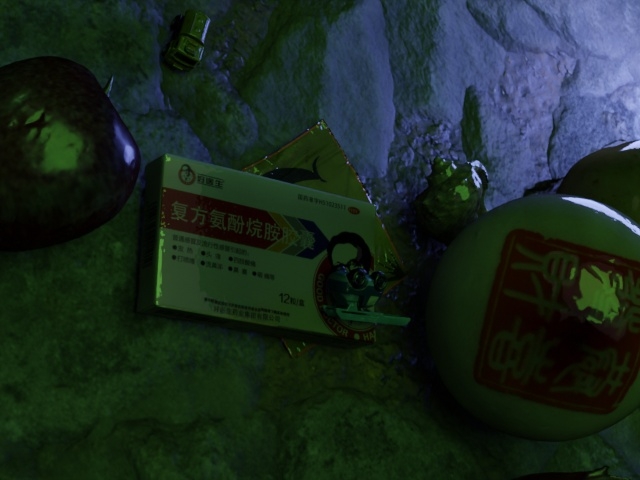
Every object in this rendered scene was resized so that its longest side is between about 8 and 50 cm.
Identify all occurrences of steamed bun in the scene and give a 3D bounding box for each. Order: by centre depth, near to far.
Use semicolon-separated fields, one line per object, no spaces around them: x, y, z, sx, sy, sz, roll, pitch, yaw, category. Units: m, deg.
0.339;0.119;1.870;0.374;0.241;0.374;0;100;1;steamed bun

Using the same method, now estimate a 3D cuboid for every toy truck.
0.070;0.077;1.809;0.136;0.063;0.074;8;91;-35;toy truck
-0.190;-0.284;1.844;0.049;0.054;0.083;26;61;-25;toy truck

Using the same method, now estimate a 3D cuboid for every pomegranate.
0.528;-0.004;2.100;0.319;0.319;0.319;12;67;-31;pomegranate

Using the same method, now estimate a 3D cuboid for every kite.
0.001;-0.001;1.903;0.327;0.013;0.378;22;64;-27;kite

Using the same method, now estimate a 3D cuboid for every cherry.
-0.351;-0.100;1.581;0.300;0.203;0.230;-38;99;-23;cherry

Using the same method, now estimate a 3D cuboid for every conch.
0.224;-0.047;2.002;0.155;0.130;0.207;-38;113;-24;conch

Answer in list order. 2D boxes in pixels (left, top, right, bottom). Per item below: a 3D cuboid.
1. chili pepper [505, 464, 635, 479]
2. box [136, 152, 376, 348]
0.362;0.444;1.851;0.251;0.305;0.229;8;77;-19;chili pepper
-0.080;0.021;1.796;0.353;0.069;0.214;13;69;-33;box
